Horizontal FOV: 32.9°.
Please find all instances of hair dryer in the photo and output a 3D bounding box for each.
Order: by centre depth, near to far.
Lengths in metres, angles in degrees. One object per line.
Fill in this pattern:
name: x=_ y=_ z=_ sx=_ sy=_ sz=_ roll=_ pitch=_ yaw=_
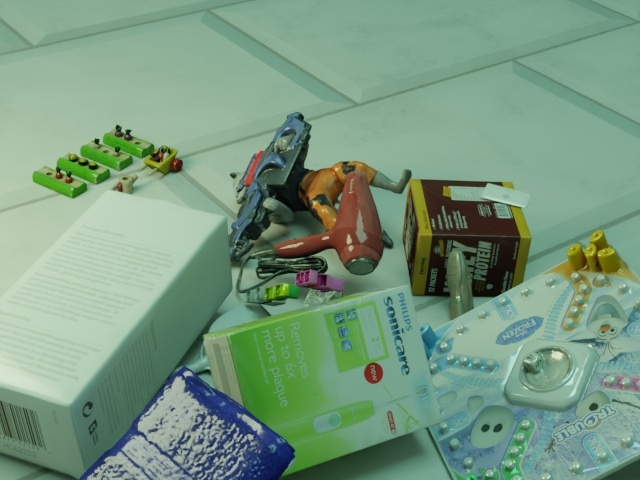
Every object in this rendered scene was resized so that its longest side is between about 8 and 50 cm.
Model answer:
hair dryer: x=0.000 y=0.000 z=1.843 sx=0.224 sy=0.080 sz=0.293 roll=30 pitch=72 yaw=27

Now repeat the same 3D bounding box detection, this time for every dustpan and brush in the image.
dustpan and brush: x=-0.157 y=0.178 z=1.709 sx=0.211 sy=0.060 sz=0.147 roll=-12 pitch=38 yaw=-33

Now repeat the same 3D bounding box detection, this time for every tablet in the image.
tablet: x=0.334 y=-0.081 z=1.941 sx=0.083 sy=0.006 sz=0.054 roll=14 pitch=35 yaw=15

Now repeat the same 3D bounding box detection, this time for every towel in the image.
towel: x=-0.196 y=0.328 z=1.361 sx=0.228 sy=0.076 sz=0.308 roll=30 pitch=70 yaw=40

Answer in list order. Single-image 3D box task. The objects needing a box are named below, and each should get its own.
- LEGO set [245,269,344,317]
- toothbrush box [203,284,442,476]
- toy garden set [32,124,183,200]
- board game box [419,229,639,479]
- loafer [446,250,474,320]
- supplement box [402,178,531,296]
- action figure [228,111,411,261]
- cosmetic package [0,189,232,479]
LEGO set: x=-0.032 y=0.112 z=1.689 sx=0.093 sy=0.087 sz=0.227 roll=12 pitch=-15 yaw=-27
toothbrush box: x=0.003 y=0.195 z=1.529 sx=0.283 sy=0.206 sz=0.122 roll=-13 pitch=0 yaw=-25
toy garden set: x=-0.419 y=-0.157 z=2.181 sx=0.204 sy=0.049 sz=0.244 roll=22 pitch=38 yaw=25
board game box: x=0.330 y=0.186 z=1.577 sx=0.390 sy=0.050 sz=0.390 roll=-28 pitch=37 yaw=3
loafer: x=0.240 y=0.079 z=1.839 sx=0.039 sy=0.125 sz=0.045 roll=-1 pitch=-2 yaw=-24
supplement box: x=0.256 y=-0.006 z=1.944 sx=0.194 sy=0.129 sz=0.191 roll=2 pitch=34 yaw=-3
action figure: x=-0.040 y=-0.053 z=2.020 sx=0.330 sy=0.178 sz=0.341 roll=18 pitch=66 yaw=30
cosmetic package: x=-0.334 y=0.124 z=1.631 sx=0.230 sy=0.161 sz=0.453 roll=13 pitch=40 yaw=19
